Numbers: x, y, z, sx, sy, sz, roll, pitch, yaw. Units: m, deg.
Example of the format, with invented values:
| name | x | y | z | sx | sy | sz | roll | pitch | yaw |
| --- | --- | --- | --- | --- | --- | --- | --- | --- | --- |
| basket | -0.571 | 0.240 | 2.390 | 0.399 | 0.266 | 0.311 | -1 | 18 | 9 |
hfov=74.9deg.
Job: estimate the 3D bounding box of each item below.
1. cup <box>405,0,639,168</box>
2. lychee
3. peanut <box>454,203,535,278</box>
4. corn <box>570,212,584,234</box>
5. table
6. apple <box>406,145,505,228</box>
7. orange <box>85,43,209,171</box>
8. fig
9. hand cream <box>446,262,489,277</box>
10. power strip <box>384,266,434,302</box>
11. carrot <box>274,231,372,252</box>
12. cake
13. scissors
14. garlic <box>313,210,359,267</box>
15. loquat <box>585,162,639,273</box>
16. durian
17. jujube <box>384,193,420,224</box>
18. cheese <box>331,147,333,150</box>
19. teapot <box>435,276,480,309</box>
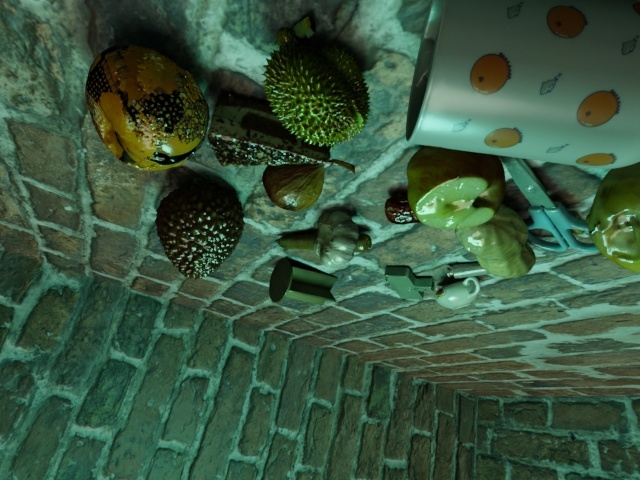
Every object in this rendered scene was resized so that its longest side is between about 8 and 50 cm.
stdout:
| name | x | y | z | sx | sy | sz | roll | pitch | yaw |
| --- | --- | --- | --- | --- | --- | --- | --- | --- | --- |
| cup | 0.293 | -0.210 | 0.555 | 0.318 | 0.212 | 0.212 | 10 | 154 | 3 |
| lychee | -0.337 | -0.024 | 1.167 | 0.272 | 0.271 | 0.271 | 10 | 154 | 5 |
| peanut | 0.431 | 0.004 | 1.018 | 0.149 | 0.149 | 0.313 | -7 | 148 | 34 |
| corn | 0.601 | -0.037 | 0.979 | 0.028 | 0.027 | 0.083 | 16 | 164 | 47 |
| table | -0.056 | 0.172 | 1.583 | 0.227 | 0.166 | 0.167 | 17 | 156 | -29 |
| apple | 0.265 | -0.115 | 0.819 | 0.174 | 0.160 | 0.195 | -1 | 153 | 33 |
| orange | -0.321 | -0.243 | 0.776 | 0.235 | 0.182 | 0.234 | 33 | 148 | 24 |
| fig | -0.029 | -0.148 | 0.935 | 0.201 | 0.146 | 0.133 | -24 | 93 | 39 |
| hand cream | 0.493 | 0.085 | 1.271 | 0.210 | 0.043 | 0.067 | -9 | 154 | 29 |
| power strip | 0.323 | 0.159 | 1.467 | 0.145 | 0.061 | 0.215 | -2 | 151 | 30 |
| carrot | 0.000 | 0.001 | 1.292 | 0.343 | 0.070 | 0.070 | 1 | 153 | 33 |
| cake | -0.101 | -0.202 | 0.870 | 0.246 | 0.112 | 0.135 | 12 | 157 | -7 |
| scissors | 0.472 | -0.092 | 0.904 | 0.447 | 0.029 | 0.193 | 37 | 161 | -33 |
| garlic | 0.047 | -0.005 | 1.161 | 0.102 | 0.159 | 0.147 | 12 | 147 | -39 |
| loquat | 0.613 | -0.049 | 0.745 | 0.244 | 0.243 | 0.243 | 10 | 154 | 5 |
| durian | -0.011 | -0.239 | 0.693 | 0.198 | 0.159 | 0.146 | 26 | 152 | -24 |
| jujube | 0.222 | -0.079 | 1.019 | 0.130 | 0.077 | 0.077 | -8 | 149 | 19 |
| cheese | -0.012 | -0.207 | 0.906 | 0.084 | 0.030 | 0.044 | 1 | 149 | 28 |
| teapot | 0.458 | 0.174 | 1.380 | 0.145 | 0.092 | 0.226 | -14 | 165 | -22 |
